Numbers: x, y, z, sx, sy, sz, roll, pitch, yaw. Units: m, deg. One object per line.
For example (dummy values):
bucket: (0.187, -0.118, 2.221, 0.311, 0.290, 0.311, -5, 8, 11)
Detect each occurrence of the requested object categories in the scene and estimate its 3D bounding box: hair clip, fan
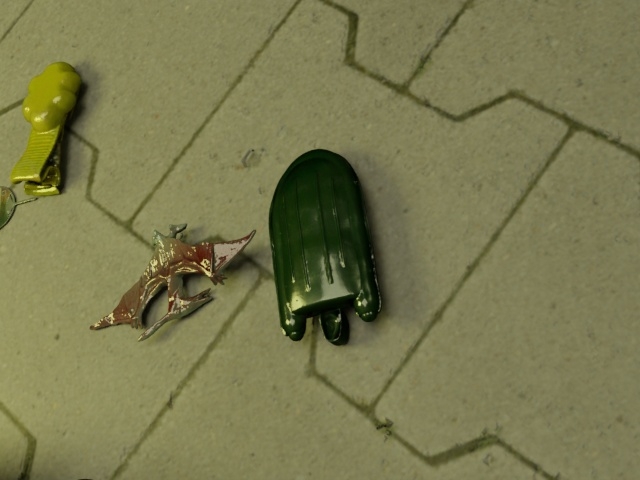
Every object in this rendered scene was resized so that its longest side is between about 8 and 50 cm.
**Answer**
hair clip: (-0.327, -0.139, 1.148, 0.072, 0.046, 0.173, -1, 66, 19)
fan: (-0.380, -0.045, 1.155, 0.080, 0.003, 0.060, -38, 60, 5)

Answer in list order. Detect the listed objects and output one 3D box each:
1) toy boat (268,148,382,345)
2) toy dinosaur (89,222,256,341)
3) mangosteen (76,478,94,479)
toy boat: (0.000, 0.000, 0.943, 0.104, 0.052, 0.210, -18, 61, 18)
toy dinosaur: (-0.156, 0.038, 1.006, 0.220, 0.032, 0.108, -30, 63, 21)
mangosteen: (-0.184, 0.326, 0.783, 0.215, 0.215, 0.257, -21, 58, 14)
